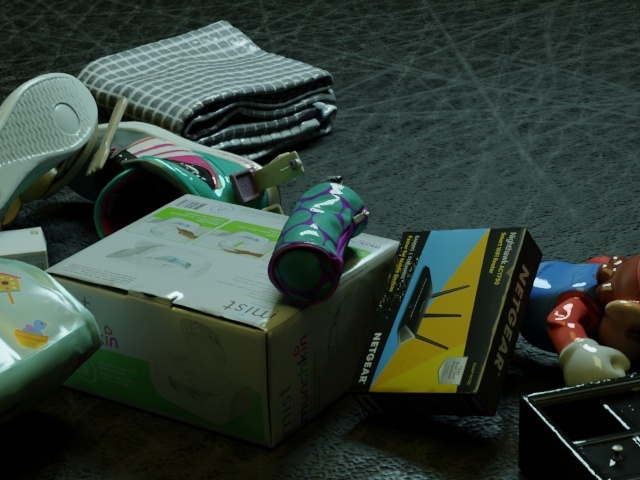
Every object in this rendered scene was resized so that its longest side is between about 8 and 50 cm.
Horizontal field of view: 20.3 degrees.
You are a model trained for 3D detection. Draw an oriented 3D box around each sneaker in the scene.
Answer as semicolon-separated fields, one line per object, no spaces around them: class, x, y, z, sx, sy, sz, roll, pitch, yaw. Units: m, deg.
sneaker;-0.213;-0.053;1.997;0.295;0.124;0.178;13;17;28
sneaker;-0.357;-0.088;1.934;0.151;0.094;0.256;-23;18;43

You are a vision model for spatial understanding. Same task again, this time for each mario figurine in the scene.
mario figurine;0.245;0.091;1.667;0.320;0.170;0.198;2;57;36

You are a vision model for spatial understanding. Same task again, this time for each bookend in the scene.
bookend;0.264;0.179;1.464;0.156;0.072;0.157;-8;24;-15

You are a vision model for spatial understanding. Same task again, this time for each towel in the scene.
towel;-0.146;-0.181;2.281;0.283;0.121;0.235;-22;31;-40

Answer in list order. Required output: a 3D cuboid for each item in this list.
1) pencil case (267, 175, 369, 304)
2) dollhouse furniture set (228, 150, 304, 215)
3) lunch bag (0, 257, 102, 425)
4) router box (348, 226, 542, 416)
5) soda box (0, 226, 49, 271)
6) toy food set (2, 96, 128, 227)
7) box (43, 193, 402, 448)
pencil case;0.000;0.000;1.604;0.070;0.064;0.152;-8;23;16
dollhouse furniture set;-0.024;-0.041;1.944;0.081;0.114;0.091;-22;0;38
lunch bag;-0.350;0.111;1.566;0.262;0.160;0.223;8;23;35
router box;0.115;0.073;1.617;0.133;0.046;0.179;-3;53;33
soda box;-0.387;0.042;1.834;0.216;0.074;0.069;-7;23;-12
toy food set;-0.301;-0.098;2.022;0.192;0.038;0.132;-27;36;41
box;-0.090;0.066;1.689;0.262;0.127;0.231;13;28;30
